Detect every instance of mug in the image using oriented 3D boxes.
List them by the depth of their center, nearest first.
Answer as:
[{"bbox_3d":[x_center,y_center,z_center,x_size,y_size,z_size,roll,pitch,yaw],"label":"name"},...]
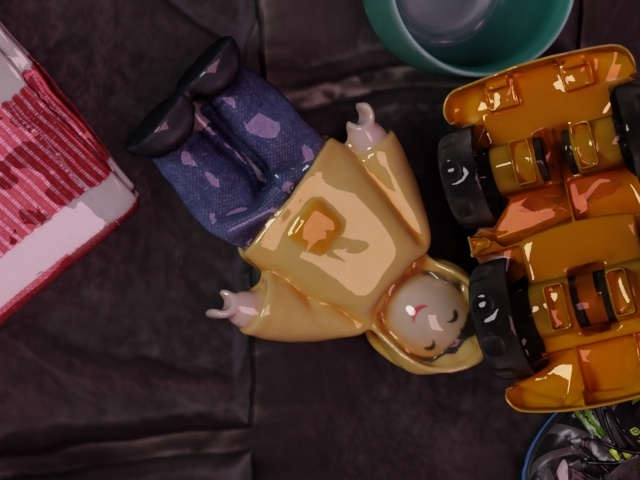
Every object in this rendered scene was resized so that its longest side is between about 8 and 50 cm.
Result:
[{"bbox_3d":[0.106,-0.173,1.066,0.157,0.097,0.129,6,94,-17],"label":"mug"}]

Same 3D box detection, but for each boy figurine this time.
[{"bbox_3d":[0.000,0.000,1.063,0.285,0.092,0.177,44,81,-13],"label":"boy figurine"}]

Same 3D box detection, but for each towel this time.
[{"bbox_3d":[-0.296,-0.072,0.987,0.237,0.037,0.329,-40,109,-7],"label":"towel"}]

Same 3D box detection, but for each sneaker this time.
[{"bbox_3d":[0.211,0.138,1.141,0.067,0.078,0.188,36,87,-16],"label":"sneaker"}]

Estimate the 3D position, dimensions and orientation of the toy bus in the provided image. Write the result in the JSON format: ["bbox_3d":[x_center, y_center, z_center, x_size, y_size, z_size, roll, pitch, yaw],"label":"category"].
[{"bbox_3d":[0.182,-0.006,1.070,0.149,0.211,0.220,-15,86,16],"label":"toy bus"}]
